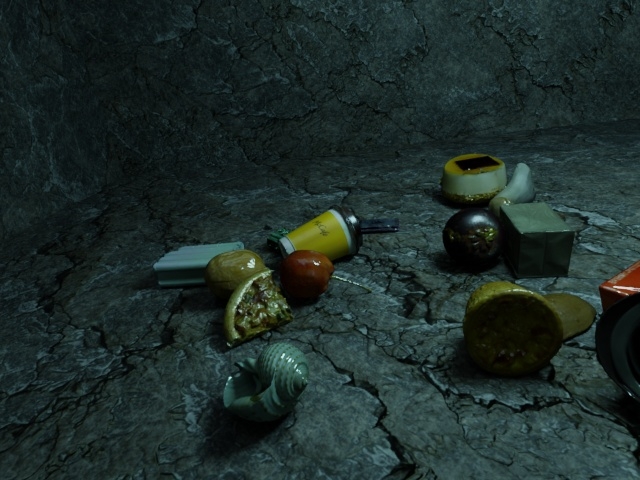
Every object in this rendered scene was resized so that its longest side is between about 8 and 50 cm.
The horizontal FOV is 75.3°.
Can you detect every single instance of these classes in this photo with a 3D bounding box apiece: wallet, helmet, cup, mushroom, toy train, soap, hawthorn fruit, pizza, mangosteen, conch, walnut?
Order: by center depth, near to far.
[{"bbox_3d":[0.687,0.212,0.744,0.177,0.225,0.305,10,13,-38],"label":"helmet"},{"bbox_3d":[-0.106,0.308,0.890,0.200,0.131,0.172,-22,36,48],"label":"conch"},{"bbox_3d":[-0.171,0.190,1.189,0.197,0.058,0.292,18,47,11],"label":"pizza"},{"bbox_3d":[0.016,0.115,1.260,0.285,0.165,0.165,11,29,12],"label":"hawthorn fruit"},{"bbox_3d":[-0.273,0.110,1.339,0.197,0.165,0.165,-18,26,-20],"label":"walnut"},{"bbox_3d":[0.486,-0.012,1.340,0.192,0.192,0.217,-7,4,3],"label":"mangosteen"},{"bbox_3d":[0.000,0.000,1.466,0.279,0.197,0.196,-24,28,-15],"label":"cup"},{"bbox_3d":[-0.431,0.088,1.510,0.289,0.095,0.173,-5,23,10],"label":"soap"},{"bbox_3d":[-0.144,0.009,1.623,0.111,0.071,0.170,-33,33,-30],"label":"toy train"},{"bbox_3d":[0.751,-0.178,1.630,0.328,0.159,0.122,-34,0,-38],"label":"mushroom"},{"bbox_3d":[0.237,-0.062,1.693,0.165,0.030,0.111,-2,20,10],"label":"wallet"}]

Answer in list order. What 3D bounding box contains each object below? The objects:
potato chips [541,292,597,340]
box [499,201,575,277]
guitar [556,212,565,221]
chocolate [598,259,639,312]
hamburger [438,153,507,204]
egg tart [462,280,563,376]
[{"bbox_3d":[0.595,0.175,1.040,0.201,0.049,0.150,-13,29,-24],"label":"potato chips"},{"bbox_3d":[0.654,-0.007,1.289,0.155,0.149,0.231,-3,25,10],"label":"box"},{"bbox_3d":[0.750,-0.054,1.489,0.270,0.038,0.084,-12,24,-13],"label":"guitar"},{"bbox_3d":[0.824,0.144,0.962,0.237,0.108,0.234,-22,28,-24],"label":"chocolate"},{"bbox_3d":[0.663,-0.257,1.799,0.275,0.179,0.294,-12,28,0],"label":"hamburger"},{"bbox_3d":[0.419,0.182,0.933,0.202,0.203,0.147,-2,12,15],"label":"egg tart"}]
